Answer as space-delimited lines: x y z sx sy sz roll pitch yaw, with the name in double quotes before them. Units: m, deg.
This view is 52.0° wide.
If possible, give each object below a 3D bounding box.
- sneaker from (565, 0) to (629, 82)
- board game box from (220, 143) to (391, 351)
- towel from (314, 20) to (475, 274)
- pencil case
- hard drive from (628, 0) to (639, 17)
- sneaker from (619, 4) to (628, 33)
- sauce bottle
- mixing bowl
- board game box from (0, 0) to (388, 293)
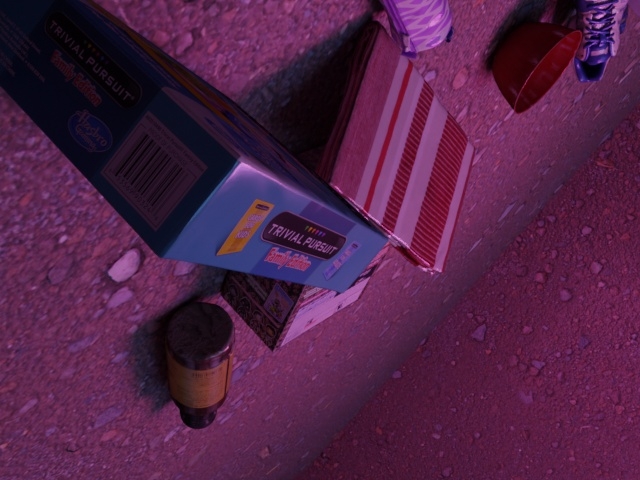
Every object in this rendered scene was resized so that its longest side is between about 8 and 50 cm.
"sneaker" 0.531 -0.407 1.236 0.112 0.130 0.296 -5 164 15
"board game box" 0.000 0.000 1.052 0.232 0.141 0.291 -26 152 -44
"towel" 0.121 -0.112 0.931 0.329 0.037 0.236 35 68 -47
"pencil case" 0.095 -0.292 0.762 0.088 0.086 0.206 -60 155 1
"hard drive" 0.694 -0.588 1.294 0.254 0.054 0.171 -54 -162 44
"sneaker" 0.614 -0.486 1.454 0.221 0.083 0.087 -38 146 -35
"sauce bottle" -0.209 0.234 1.132 0.111 0.111 0.344 -33 156 -31
"mixing bowl" 0.392 -0.341 1.237 0.181 0.098 0.181 -38 159 -18
"board game box" -0.095 -0.076 0.561 0.079 0.254 0.336 -50 160 8
